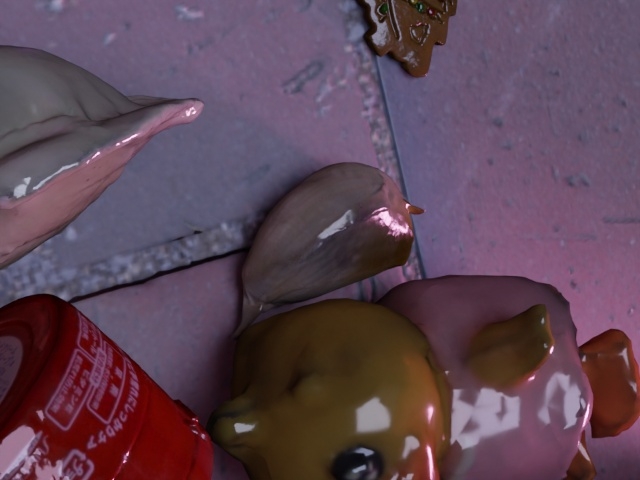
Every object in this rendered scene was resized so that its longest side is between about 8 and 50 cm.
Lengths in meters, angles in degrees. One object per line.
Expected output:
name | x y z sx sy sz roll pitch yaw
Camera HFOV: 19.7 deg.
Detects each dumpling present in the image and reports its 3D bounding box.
dumpling | -0.169 -0.047 1.016 0.252 0.179 0.131 -10 94 -31

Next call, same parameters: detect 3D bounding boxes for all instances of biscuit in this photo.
biscuit | 0.066 -0.159 1.263 0.092 0.016 0.082 -41 110 -24

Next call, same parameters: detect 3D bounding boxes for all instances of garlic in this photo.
garlic | 0.004 -0.001 1.191 0.152 0.066 0.084 -24 103 -31

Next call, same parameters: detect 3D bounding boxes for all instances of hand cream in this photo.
hand cream | -0.166 0.134 1.012 0.125 0.193 0.193 47 67 -21

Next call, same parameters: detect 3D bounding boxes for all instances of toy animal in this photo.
toy animal | 0.057 0.104 1.173 0.281 0.195 0.169 -12 57 -36
